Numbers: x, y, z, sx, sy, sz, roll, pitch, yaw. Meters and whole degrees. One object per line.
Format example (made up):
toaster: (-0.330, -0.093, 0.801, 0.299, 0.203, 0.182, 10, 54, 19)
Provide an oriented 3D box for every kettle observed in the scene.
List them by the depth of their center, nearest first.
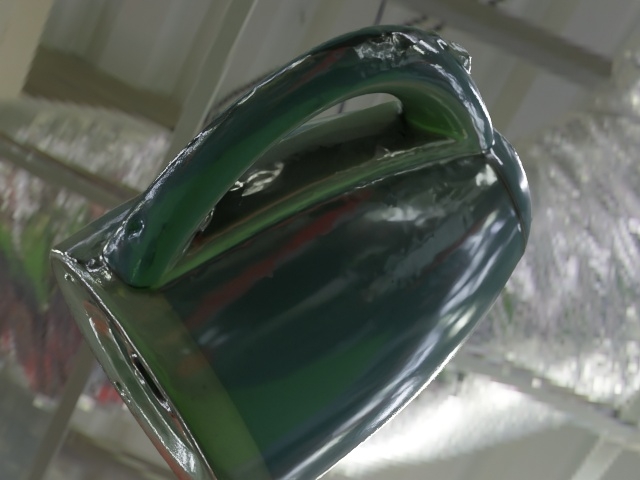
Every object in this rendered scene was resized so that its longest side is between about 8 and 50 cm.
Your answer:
kettle: (0.000, 0.000, 1.303, 0.342, 0.247, 0.319, -33, -38, -13)
